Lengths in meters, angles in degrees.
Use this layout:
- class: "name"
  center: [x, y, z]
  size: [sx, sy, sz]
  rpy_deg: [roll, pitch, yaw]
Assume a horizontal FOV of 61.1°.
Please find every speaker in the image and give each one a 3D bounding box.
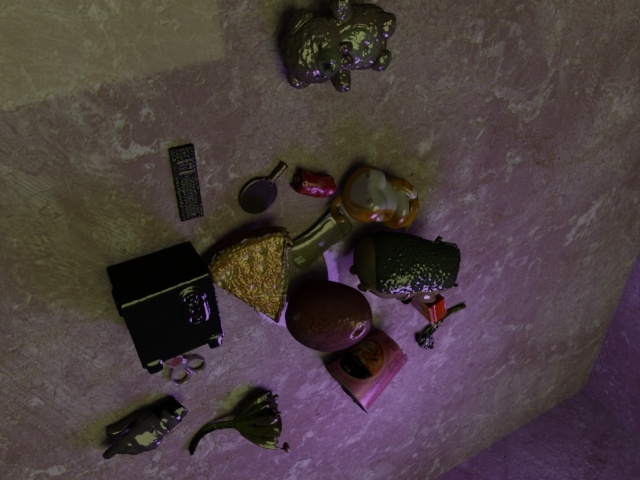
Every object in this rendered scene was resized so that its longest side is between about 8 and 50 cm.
- class: "speaker"
  center: [-0.398, 0.175, 1.411]
  size: [0.232, 0.184, 0.254]
  rpy_deg: [-20, 130, -22]

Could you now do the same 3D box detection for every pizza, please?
- class: "pizza"
  center: [-0.158, 0.075, 1.514]
  size: [0.251, 0.074, 0.287]
  rpy_deg: [-44, 115, 13]

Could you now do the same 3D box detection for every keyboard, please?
- class: "keyboard"
  center: [-0.329, -0.139, 1.338]
  size: [0.061, 0.013, 0.204]
  rpy_deg: [-18, 131, -23]

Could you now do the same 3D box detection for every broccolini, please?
- class: "broccolini"
  center: [0.512, 0.365, 2.270]
  size: [0.271, 0.062, 0.123]
  rpy_deg: [-36, 145, -10]

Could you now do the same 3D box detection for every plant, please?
- class: "plant"
  center: [-0.275, 0.655, 1.876]
  size: [0.333, 0.180, 0.251]
  rpy_deg: [-8, 116, -25]

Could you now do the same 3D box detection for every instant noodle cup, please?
- class: "instant noodle cup"
  center: [0.181, 0.472, 2.021]
  size: [0.255, 0.244, 0.244]
  rpy_deg: [-43, 136, -11]

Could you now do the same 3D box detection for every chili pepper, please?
- class: "chili pepper"
  center: [-0.014, -0.156, 1.504]
  size: [0.123, 0.070, 0.073]
  rpy_deg: [4, 103, -34]

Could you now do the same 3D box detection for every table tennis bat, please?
- class: "table tennis bat"
  center: [-0.126, -0.113, 1.422]
  size: [0.170, 0.119, 0.107]
  rpy_deg: [-49, 135, 10]

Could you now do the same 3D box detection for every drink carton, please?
- class: "drink carton"
  center: [0.337, 0.180, 1.883]
  size: [0.071, 0.223, 0.096]
  rpy_deg: [-31, 136, -13]

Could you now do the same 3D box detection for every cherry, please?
- class: "cherry"
  center: [0.030, 0.234, 1.692]
  size: [0.261, 0.307, 0.221]
  rpy_deg: [20, 69, -38]

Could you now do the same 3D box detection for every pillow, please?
- class: "pillow"
  center: [0.000, 0.000, 1.652]
  size: [0.217, 0.033, 0.130]
  rpy_deg: [-41, 137, -1]

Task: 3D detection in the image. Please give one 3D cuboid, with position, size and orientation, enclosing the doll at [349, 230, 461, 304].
- class: "doll"
  center: [0.277, 0.090, 1.729]
  size: [0.349, 0.247, 0.247]
  rpy_deg: [-2, 125, -14]

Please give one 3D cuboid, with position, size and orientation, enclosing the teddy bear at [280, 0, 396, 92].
- class: "teddy bear"
  center: [0.041, -0.456, 1.256]
  size: [0.267, 0.151, 0.236]
  rpy_deg: [-23, 139, -24]

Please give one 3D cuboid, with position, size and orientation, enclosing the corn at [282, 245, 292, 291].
- class: "corn"
  center: [-0.128, 0.086, 1.603]
  size: [0.087, 0.087, 0.211]
  rpy_deg: [-3, 118, -33]

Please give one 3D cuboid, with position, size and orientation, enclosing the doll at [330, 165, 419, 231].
- class: "doll"
  center: [0.183, -0.118, 1.602]
  size: [0.269, 0.162, 0.167]
  rpy_deg: [11, 80, -32]

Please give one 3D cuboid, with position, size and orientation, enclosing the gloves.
- class: "gloves"
  center: [-0.550, 0.585, 1.685]
  size: [0.285, 0.119, 0.142]
  rpy_deg: [-35, 104, -3]

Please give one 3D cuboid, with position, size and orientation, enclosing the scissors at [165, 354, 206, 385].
- class: "scissors"
  center: [-0.440, 0.356, 1.625]
  size: [0.118, 0.030, 0.242]
  rpy_deg: [-37, 139, -5]
